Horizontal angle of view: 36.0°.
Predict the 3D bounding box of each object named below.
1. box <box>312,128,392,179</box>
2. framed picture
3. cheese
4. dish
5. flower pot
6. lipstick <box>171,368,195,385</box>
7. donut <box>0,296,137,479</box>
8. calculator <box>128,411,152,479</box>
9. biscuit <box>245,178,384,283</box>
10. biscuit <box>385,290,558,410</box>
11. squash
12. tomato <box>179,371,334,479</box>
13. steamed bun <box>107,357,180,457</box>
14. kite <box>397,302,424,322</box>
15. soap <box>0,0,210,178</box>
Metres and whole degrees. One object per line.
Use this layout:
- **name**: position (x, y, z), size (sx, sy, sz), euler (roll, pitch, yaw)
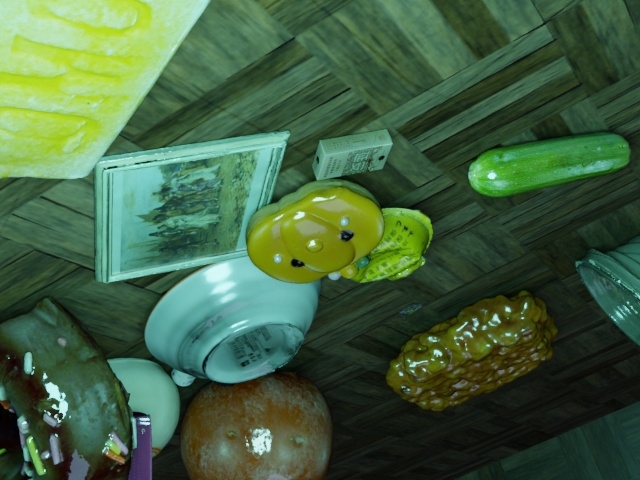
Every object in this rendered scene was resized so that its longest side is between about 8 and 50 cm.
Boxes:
- **box**: position (0.036, -0.097, 1.118), size (0.083, 0.024, 0.053), euler (-10, 154, -16)
- **framed picture**: position (-0.154, -0.030, 1.130), size (0.217, 0.017, 0.274), euler (-11, 154, -16)
- **cheese**: position (0.054, -0.009, 1.266), size (0.157, 0.064, 0.250), euler (-31, 143, 21)
- **dish**: position (-0.104, 0.128, 1.354), size (0.260, 0.085, 0.260), euler (-19, 146, -13)
- **flower pot**: position (0.554, 0.077, 1.648), size (0.140, 0.235, 0.235), euler (-42, 155, -6)
- **lipstick**: position (-0.194, 0.179, 1.497), size (0.040, 0.040, 0.141), euler (-6, 152, -26)
- **donut**: position (-0.371, 0.259, 1.264), size (0.345, 0.259, 0.136), euler (-41, 171, 39)
- **calculator**: position (-0.327, 0.294, 1.378), size (0.191, 0.126, 0.034), euler (4, -165, 10)
- **biscuit**: position (0.001, 0.003, 1.180), size (0.170, 0.050, 0.170), euler (-7, 139, -6)
- **biscuit**: position (0.279, 0.207, 1.810), size (0.318, 0.110, 0.312), euler (-24, 157, 11)
- **squash**: position (0.292, -0.099, 1.252), size (0.229, 0.066, 0.066), euler (-11, 154, -20)
- **tomato**: position (-0.106, 0.348, 1.661), size (0.265, 0.265, 0.265), euler (-16, 155, -8)
- **steamed bun**: position (-0.322, 0.283, 1.492), size (0.232, 0.145, 0.232), euler (-16, 154, -8)
- **kite**: position (0.146, 0.124, 1.669), size (0.044, 0.002, 0.078), euler (-2, 150, -32)
- **soap**: position (-0.202, -0.160, 0.751), size (0.173, 0.089, 0.274), euler (3, 146, -38)
